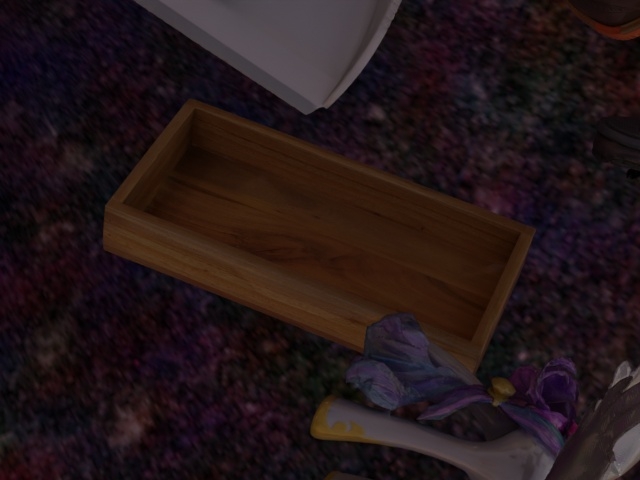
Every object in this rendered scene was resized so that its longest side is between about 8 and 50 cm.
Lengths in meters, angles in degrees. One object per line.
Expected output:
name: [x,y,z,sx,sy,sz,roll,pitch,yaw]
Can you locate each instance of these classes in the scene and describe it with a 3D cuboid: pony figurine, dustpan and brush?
pony figurine: [0.177,0.211,1.372,0.303,0.364,0.351,-21,133,-60]
dustpan and brush: [0.001,-0.180,0.657,0.147,0.060,0.211,33,77,-6]

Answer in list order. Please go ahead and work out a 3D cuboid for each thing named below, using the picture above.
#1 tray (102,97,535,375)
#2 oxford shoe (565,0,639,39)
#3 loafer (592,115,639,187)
tray: [0.000,0.000,1.636,0.411,0.203,0.076,21,136,10]
oxford shoe: [0.310,-0.278,1.467,0.133,0.364,0.130,37,84,-19]
loafer: [0.424,-0.065,1.697,0.303,0.109,0.095,8,113,-26]
